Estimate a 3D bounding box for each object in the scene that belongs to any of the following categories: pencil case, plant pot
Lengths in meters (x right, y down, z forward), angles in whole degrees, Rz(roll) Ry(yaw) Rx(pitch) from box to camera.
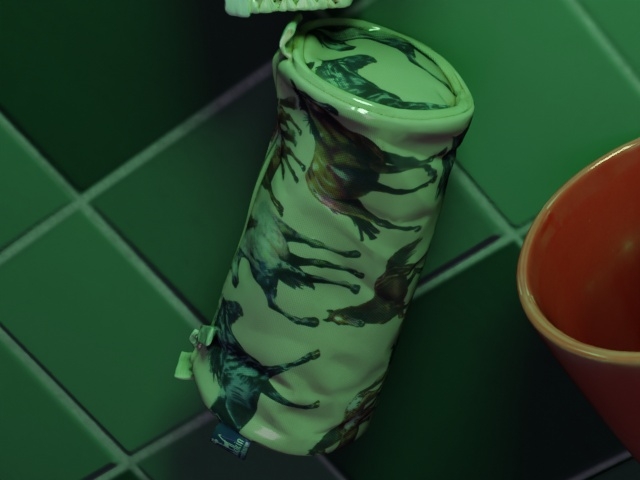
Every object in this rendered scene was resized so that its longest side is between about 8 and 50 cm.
[{"bbox_3d":[0.000,0.000,1.647,0.183,0.160,0.410,10,127,-9],"label":"pencil case"},{"bbox_3d":[0.325,0.077,1.561,0.275,0.275,0.243,-12,128,23],"label":"plant pot"}]

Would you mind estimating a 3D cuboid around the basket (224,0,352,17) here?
[{"bbox_3d":[-0.021,-0.270,1.501,0.103,0.113,0.167,2,124,12],"label":"basket"}]
